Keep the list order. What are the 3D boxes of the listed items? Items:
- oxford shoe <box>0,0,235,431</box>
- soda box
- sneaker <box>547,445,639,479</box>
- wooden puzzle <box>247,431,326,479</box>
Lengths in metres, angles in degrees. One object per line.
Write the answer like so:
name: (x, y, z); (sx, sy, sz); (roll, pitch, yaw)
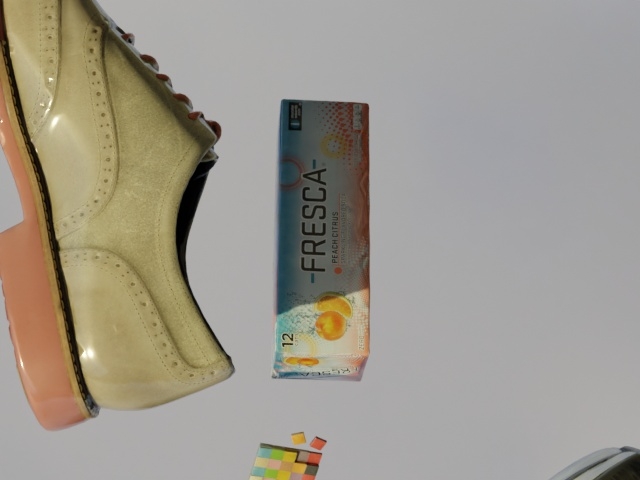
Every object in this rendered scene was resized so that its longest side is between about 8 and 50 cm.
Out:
oxford shoe: (-0.123, -0.072, 0.996); (0.123, 0.130, 0.348); (61, -160, -84)
soda box: (0.000, 0.000, 1.144); (0.063, 0.058, 0.183); (3, -113, -4)
sneaker: (0.046, 0.278, 1.301); (0.447, 0.257, 0.169); (-40, -54, -13)
wooden puzzle: (-0.028, 0.177, 1.318); (0.049, 0.083, 0.006); (10, -145, -10)
